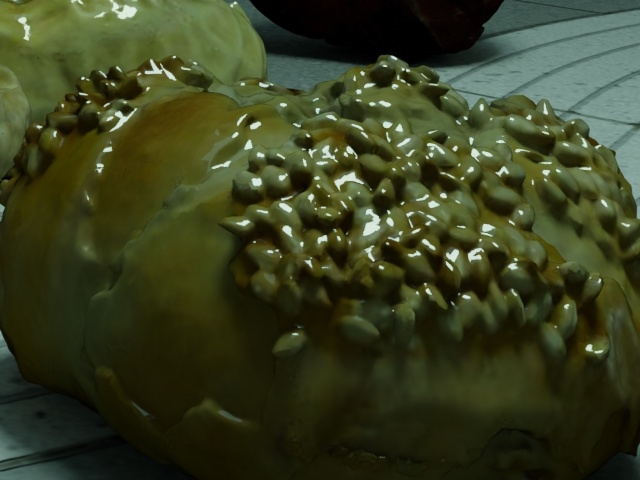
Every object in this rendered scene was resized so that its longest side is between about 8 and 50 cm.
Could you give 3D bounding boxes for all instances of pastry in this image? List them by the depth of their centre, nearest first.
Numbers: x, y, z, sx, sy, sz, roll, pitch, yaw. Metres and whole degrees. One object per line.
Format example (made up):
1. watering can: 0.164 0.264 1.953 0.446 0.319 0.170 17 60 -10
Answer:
1. pastry: 0.000 0.000 0.768 0.255 0.162 0.311 -15 21 -40

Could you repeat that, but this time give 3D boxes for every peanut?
1. peanut: -0.184 -0.114 1.166 0.305 0.147 0.147 -3 17 -13

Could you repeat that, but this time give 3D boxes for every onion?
1. onion: 0.050 -0.273 1.655 0.281 0.221 0.281 -5 -13 -1

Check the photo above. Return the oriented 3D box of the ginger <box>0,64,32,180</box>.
1. ginger: -0.335 -0.051 0.979 0.354 0.126 0.190 -4 27 -12
